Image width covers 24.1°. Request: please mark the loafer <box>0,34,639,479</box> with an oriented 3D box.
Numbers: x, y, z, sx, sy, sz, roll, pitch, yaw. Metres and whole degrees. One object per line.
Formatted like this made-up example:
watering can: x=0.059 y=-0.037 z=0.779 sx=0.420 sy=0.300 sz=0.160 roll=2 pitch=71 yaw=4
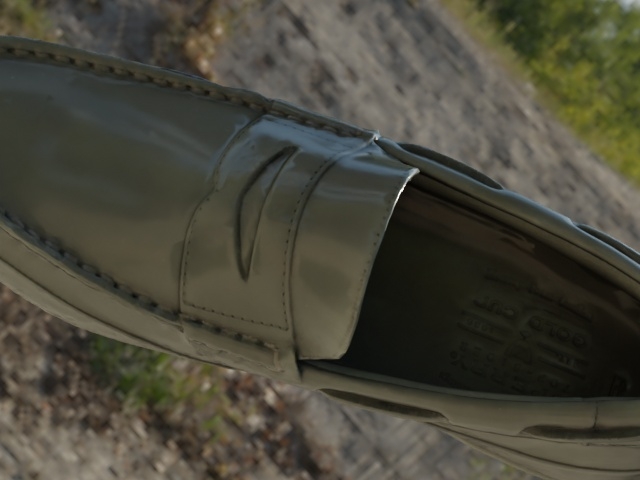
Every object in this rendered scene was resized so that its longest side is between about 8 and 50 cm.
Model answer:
loafer: x=0.000 y=0.000 z=0.537 sx=0.319 sy=0.112 sz=0.111 roll=19 pitch=-19 yaw=-8
